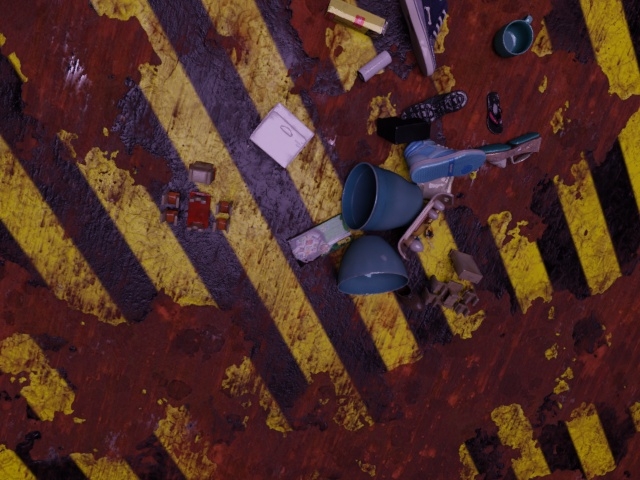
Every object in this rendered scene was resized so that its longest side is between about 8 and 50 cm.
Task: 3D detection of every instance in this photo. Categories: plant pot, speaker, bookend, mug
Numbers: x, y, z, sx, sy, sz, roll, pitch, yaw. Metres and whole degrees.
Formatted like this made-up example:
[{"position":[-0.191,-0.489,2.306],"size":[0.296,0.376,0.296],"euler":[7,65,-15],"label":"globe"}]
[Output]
[{"position":[0.206,0.093,1.778],"size":[0.291,0.290,0.195],"euler":[-1,66,-9],"label":"plant pot"},{"position":[0.214,-0.691,1.697],"size":[0.136,0.055,0.055],"euler":[-38,105,1],"label":"speaker"},{"position":[0.332,-0.451,1.723],"size":[0.156,0.157,0.072],"euler":[-14,122,-17],"label":"bookend"},{"position":[0.260,-0.161,1.726],"size":[0.255,0.272,0.271],"euler":[6,101,-25],"label":"plant pot"},{"position":[0.785,-0.817,1.737],"size":[0.158,0.097,0.129],"euler":[-24,104,-4],"label":"mug"}]

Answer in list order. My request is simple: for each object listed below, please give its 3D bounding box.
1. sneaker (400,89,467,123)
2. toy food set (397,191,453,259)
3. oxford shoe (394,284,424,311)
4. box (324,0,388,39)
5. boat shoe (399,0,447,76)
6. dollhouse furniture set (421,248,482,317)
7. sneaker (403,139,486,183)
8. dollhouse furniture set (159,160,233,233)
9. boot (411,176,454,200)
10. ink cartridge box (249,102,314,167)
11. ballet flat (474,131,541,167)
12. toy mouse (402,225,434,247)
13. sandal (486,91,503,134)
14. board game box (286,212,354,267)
[{"position":[0.463,-0.536,1.754],"size":[0.268,0.106,0.101],"euler":[-15,110,15],"label":"sneaker"},{"position":[0.435,-0.049,1.742],"size":[0.092,0.220,0.306],"euler":[39,97,16],"label":"toy food set"},{"position":[0.387,0.247,1.908],"size":[0.227,0.096,0.083],"euler":[43,91,-16],"label":"oxford shoe"},{"position":[0.136,-0.846,1.637],"size":[0.232,0.087,0.058],"euler":[18,99,-13],"label":"box"},{"position":[0.430,-0.829,1.661],"size":[0.158,0.127,0.340],"euler":[-19,104,4],"label":"boat shoe"},{"position":[0.598,0.189,1.930],"size":[0.212,0.161,0.242],"euler":[18,121,-12],"label":"dollhouse furniture set"},{"position":[0.490,-0.359,1.740],"size":[0.319,0.208,0.127],"euler":[-11,143,-6],"label":"sneaker"},{"position":[-0.474,-0.168,1.688],"size":[0.262,0.135,0.259],"euler":[9,112,-10],"label":"dollhouse furniture set"},{"position":[0.478,-0.272,1.820],"size":[0.165,0.077,0.213],"euler":[5,103,-7],"label":"boot"},{"position":[-0.152,-0.391,1.614],"size":[0.171,0.232,0.168],"euler":[39,94,-14],"label":"ink cartridge box"},{"position":[0.805,-0.373,1.837],"size":[0.316,0.107,0.106],"euler":[-16,117,-5],"label":"ballet flat"},{"position":[0.426,-0.040,1.883],"size":[0.143,0.031,0.160],"euler":[-4,102,-8],"label":"toy mouse"},{"position":[0.743,-0.539,1.819],"size":[0.067,0.040,0.179],"euler":[-14,104,-6],"label":"sandal"},{"position":[0.000,0.000,1.829],"size":[0.260,0.030,0.136],"euler":[-26,103,-2],"label":"board game box"}]
